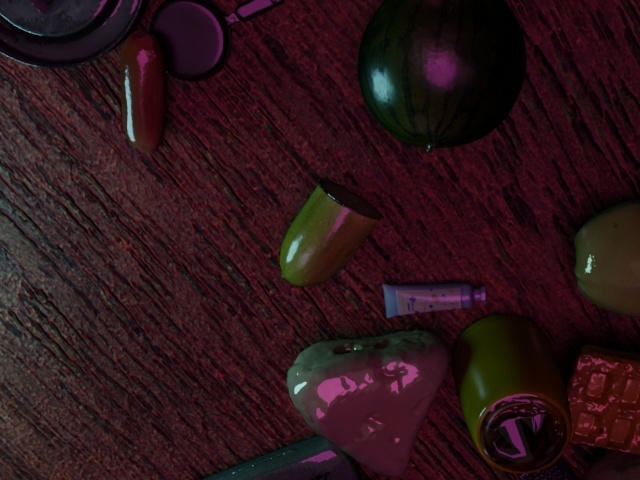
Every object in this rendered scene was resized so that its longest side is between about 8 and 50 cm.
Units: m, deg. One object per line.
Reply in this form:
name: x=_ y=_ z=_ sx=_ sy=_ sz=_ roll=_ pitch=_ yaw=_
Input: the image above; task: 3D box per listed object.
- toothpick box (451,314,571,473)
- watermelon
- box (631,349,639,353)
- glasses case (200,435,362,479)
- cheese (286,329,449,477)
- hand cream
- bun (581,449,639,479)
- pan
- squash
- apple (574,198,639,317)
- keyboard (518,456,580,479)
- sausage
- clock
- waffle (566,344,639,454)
toothpick box: x=0.303 y=0.243 z=1.290 sx=0.174 sy=0.271 sz=0.175 roll=1 pitch=107 yaw=4
watermelon: x=0.172 y=-0.251 z=1.166 sx=0.242 sy=0.242 sz=0.243 roll=1 pitch=108 yaw=4
box: x=0.520 y=0.246 z=1.378 sx=0.122 sy=0.069 sz=0.084 roll=-20 pitch=106 yaw=11
glasses case: x=-0.086 y=0.461 z=1.496 sx=0.323 sy=0.074 sz=0.131 roll=-24 pitch=105 yaw=11
cheese: x=0.076 y=0.233 z=1.358 sx=0.247 sy=0.174 sz=0.251 roll=26 pitch=109 yaw=-13
hand cream: x=0.193 y=0.097 z=1.373 sx=0.170 sy=0.043 sz=0.065 roll=-5 pitch=107 yaw=9
bun: x=0.587 y=0.487 z=1.368 sx=0.281 sy=0.205 sz=0.282 roll=-3 pitch=111 yaw=-9
pan: x=-0.163 y=-0.337 z=1.274 sx=0.235 sy=0.028 sz=0.136 roll=-23 pitch=105 yaw=12
squash: x=0.000 y=0.000 z=1.321 sx=0.123 sy=0.123 sz=0.187 roll=35 pitch=106 yaw=-6
apple: x=0.492 y=0.026 z=1.255 sx=0.200 sy=0.200 sz=0.200 roll=1 pitch=108 yaw=4
keyboard: x=0.457 y=0.492 z=1.486 sx=0.093 sy=0.025 sz=0.230 roll=-37 pitch=101 yaw=12
sausage: x=-0.278 y=-0.233 z=1.285 sx=0.077 sy=0.077 sz=0.194 roll=6 pitch=118 yaw=3
clock: x=-0.413 y=-0.427 z=1.249 sx=0.318 sy=0.066 sz=0.319 roll=1 pitch=108 yaw=4
waffle: x=0.526 y=0.264 z=1.317 sx=0.274 sy=0.057 sz=0.168 roll=8 pitch=110 yaw=1
